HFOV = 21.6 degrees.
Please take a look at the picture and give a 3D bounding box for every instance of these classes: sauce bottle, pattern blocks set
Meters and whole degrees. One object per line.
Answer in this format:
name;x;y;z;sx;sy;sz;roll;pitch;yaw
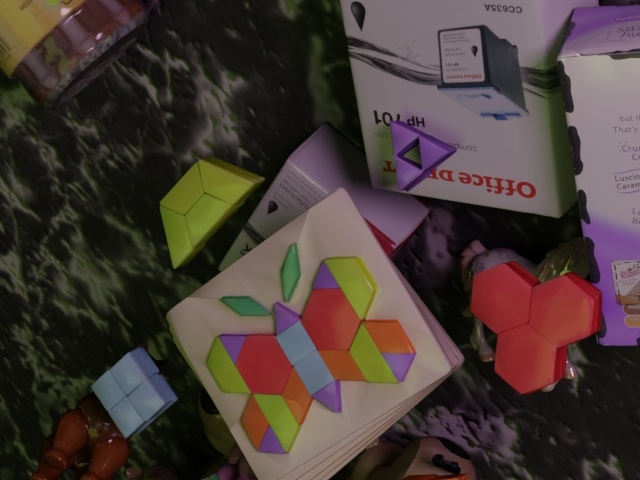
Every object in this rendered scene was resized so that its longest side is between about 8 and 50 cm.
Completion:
sauce bottle;-0.267;-0.250;1.170;0.344;0.111;0.111;48;136;-5
pattern blocks set;-0.005;0.068;1.071;0.285;0.026;0.325;45;117;16

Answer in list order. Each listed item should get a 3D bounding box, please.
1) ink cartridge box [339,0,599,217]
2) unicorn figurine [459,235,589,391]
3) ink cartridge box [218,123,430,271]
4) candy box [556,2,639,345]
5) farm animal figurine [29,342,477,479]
ink cartridge box;0.093;-0.121;1.022;0.139;0.082;0.191;10;125;31
unicorn figurine;0.148;0.038;1.110;0.162;0.060;0.111;13;117;36
ink cartridge box;0.000;0.000;1.196;0.099;0.056;0.135;39;135;5
candy box;0.232;-0.039;0.960;0.164;0.070;0.196;-2;121;20
farm animal figurine;-0.036;0.195;1.303;0.330;0.172;0.327;15;142;17
